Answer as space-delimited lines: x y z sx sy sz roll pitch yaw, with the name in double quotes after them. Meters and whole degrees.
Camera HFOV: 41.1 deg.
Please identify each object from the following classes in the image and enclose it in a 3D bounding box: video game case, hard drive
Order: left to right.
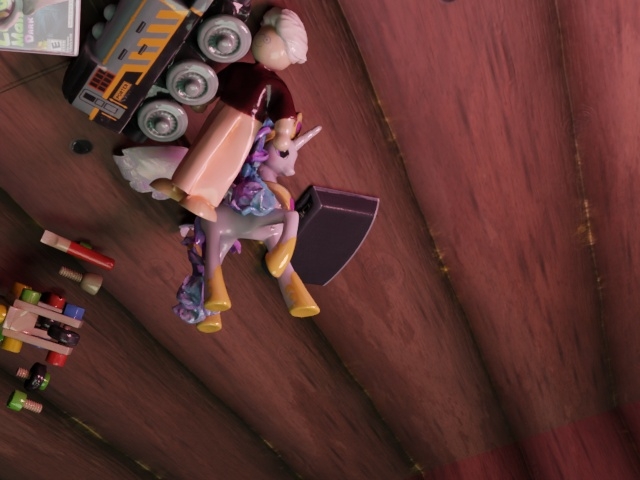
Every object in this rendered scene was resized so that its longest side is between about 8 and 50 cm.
-0.416 -0.350 1.165 0.173 0.022 0.190 1 122 -18 "video game case"
0.000 0.000 1.745 0.172 0.054 0.254 10 136 -28 "hard drive"

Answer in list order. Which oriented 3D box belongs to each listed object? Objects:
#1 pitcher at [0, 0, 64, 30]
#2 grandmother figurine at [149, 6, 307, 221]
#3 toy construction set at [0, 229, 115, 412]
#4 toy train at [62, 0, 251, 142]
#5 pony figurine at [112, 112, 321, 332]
-0.421 -0.368 1.074 0.178 0.125 0.207 -29 137 15 "pitcher"
-0.121 -0.199 1.318 0.342 0.208 0.104 -61 160 2 "grandmother figurine"
-0.563 0.105 1.593 0.237 0.257 0.308 28 106 -26 "toy construction set"
-0.238 -0.286 1.262 0.190 0.142 0.334 26 127 -28 "toy train"
-0.158 -0.035 1.473 0.351 0.363 0.303 -12 152 22 "pony figurine"
